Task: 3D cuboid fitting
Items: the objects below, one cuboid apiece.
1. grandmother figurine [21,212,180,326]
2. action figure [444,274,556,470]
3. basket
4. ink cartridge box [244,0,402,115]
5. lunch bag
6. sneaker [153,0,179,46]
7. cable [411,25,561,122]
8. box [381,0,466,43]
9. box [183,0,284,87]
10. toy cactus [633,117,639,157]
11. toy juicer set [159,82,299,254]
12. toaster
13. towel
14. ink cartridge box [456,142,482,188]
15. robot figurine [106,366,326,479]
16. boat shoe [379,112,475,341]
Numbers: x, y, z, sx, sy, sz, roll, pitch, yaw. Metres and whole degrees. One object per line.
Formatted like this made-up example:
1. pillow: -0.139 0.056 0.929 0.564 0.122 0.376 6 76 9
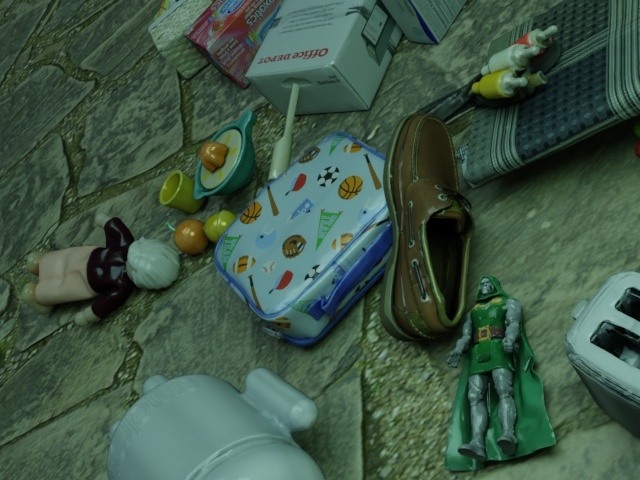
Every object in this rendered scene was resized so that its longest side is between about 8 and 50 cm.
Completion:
1. grandmother figurine: -0.388 0.050 1.538 0.342 0.104 0.208 -5 82 34
2. action figure: 0.195 0.137 0.988 0.137 0.063 0.232 -21 42 31
3. basket: -0.263 -0.438 1.816 0.167 0.113 0.103 -35 45 13
4. ink cartridge box: 0.026 -0.366 1.497 0.211 0.121 0.289 3 60 42
5. lunch bag: 0.000 0.000 1.228 0.303 0.115 0.243 -47 42 -3
6. sneaker: -0.346 -0.520 1.978 0.094 0.081 0.208 -23 46 28
7. cable: 0.207 -0.216 1.157 0.287 0.072 0.139 -8 40 56
8. box: 0.174 -0.415 1.407 0.072 0.126 0.137 19 71 46
9. box: -0.125 -0.442 1.688 0.257 0.122 0.128 -48 40 -2
10. toy cactus: 0.465 -0.184 1.000 0.219 0.112 0.180 -28 33 32
11. toy juicer set: -0.157 -0.106 1.418 0.329 0.089 0.209 -38 41 29
12. toaster: 0.337 0.125 0.805 0.129 0.146 0.227 -51 40 -4
13. towel: 0.337 -0.229 1.116 0.312 0.056 0.324 -27 32 40
14. ink cartridge box: 0.247 -0.123 1.178 0.115 0.029 0.063 -28 42 22
15. robot figurine: -0.122 0.292 1.020 0.353 0.200 0.300 28 83 49
16. boat shoe: 0.149 -0.026 1.087 0.104 0.110 0.307 -21 62 55
